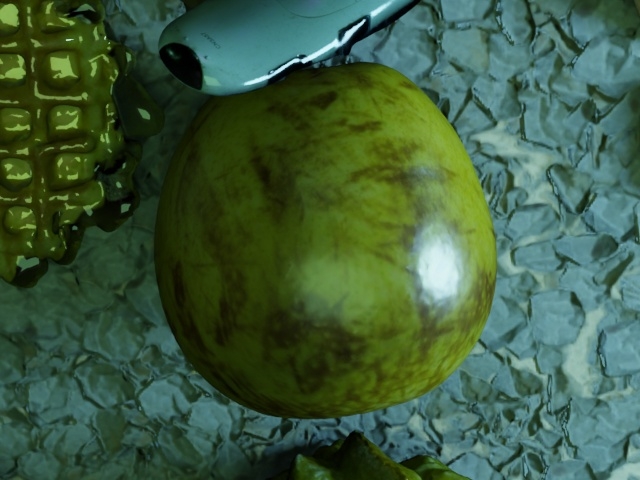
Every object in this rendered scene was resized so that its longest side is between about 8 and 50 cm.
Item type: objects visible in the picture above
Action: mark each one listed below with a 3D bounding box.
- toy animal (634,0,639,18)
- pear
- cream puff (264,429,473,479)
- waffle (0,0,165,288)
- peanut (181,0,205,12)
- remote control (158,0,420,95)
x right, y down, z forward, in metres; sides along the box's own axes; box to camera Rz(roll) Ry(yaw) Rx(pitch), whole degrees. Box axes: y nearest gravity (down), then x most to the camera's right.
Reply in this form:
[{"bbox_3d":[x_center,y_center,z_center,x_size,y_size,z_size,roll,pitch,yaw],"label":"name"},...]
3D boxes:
[{"bbox_3d":[0.310,-0.203,1.223,0.150,0.089,0.083,-20,90,8],"label":"toy animal"},{"bbox_3d":[0.000,0.000,1.180,0.281,0.281,0.280,-1,111,-3],"label":"pear"},{"bbox_3d":[0.037,0.268,1.322,0.244,0.196,0.244,-33,146,-25],"label":"cream puff"},{"bbox_3d":[-0.286,-0.095,1.236,0.329,0.062,0.329,-1,110,-4],"label":"waffle"},{"bbox_3d":[-0.095,-0.275,1.155,0.110,0.120,0.236,6,122,33],"label":"peanut"},{"bbox_3d":[-0.011,-0.175,1.150,0.097,0.256,0.045,41,144,19],"label":"remote control"}]
